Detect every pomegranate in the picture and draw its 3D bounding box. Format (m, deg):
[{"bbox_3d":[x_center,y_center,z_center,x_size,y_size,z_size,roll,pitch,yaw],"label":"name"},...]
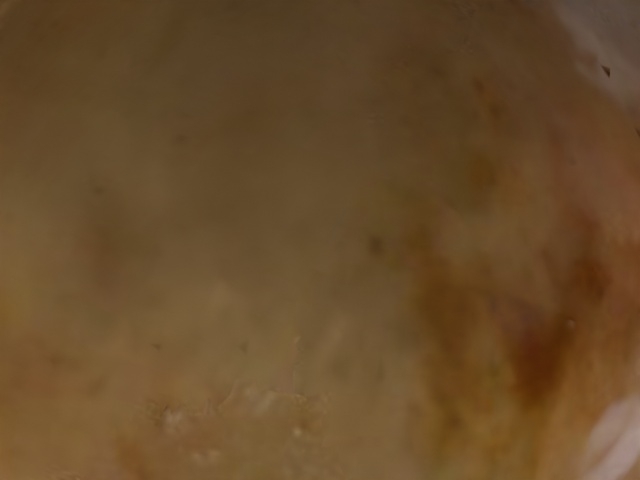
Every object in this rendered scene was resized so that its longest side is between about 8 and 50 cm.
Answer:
[{"bbox_3d":[0.000,0.000,0.738,0.412,0.411,0.411,-5,-162,2],"label":"pomegranate"}]
